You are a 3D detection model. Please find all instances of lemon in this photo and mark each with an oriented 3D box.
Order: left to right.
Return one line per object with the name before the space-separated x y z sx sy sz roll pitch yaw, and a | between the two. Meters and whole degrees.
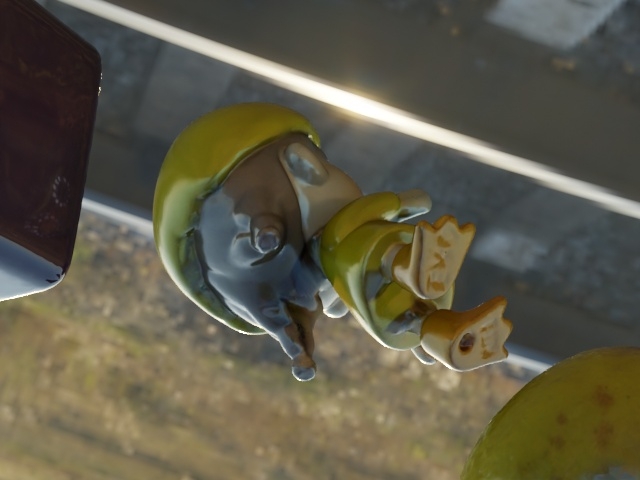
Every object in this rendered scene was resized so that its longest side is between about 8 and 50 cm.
lemon | 0.181 0.161 1.174 0.170 0.207 0.170 41 -176 -3

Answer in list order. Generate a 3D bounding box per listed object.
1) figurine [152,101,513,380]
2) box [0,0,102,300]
figurine | 0.000 0.000 1.535 0.343 0.187 0.215 20 129 46
box | -0.271 -0.053 1.024 0.294 0.193 0.167 -10 151 34
